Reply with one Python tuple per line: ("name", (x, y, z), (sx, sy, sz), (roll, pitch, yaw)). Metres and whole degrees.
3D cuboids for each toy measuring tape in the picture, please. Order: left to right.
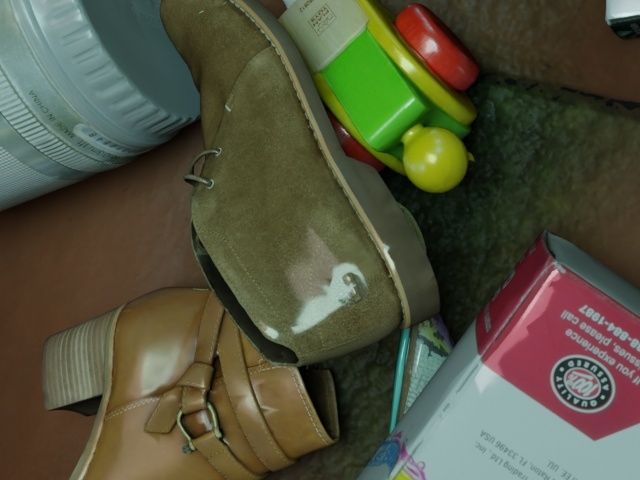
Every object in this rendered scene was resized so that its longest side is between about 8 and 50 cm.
("toy measuring tape", (0.027, -0.144, 0.834), (0.121, 0.121, 0.330), (-43, 49, 17))

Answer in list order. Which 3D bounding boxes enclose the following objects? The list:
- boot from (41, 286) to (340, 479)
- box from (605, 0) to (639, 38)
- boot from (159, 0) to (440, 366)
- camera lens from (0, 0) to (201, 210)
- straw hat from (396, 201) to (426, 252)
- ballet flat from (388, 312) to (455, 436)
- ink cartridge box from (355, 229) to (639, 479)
("boot", (-0.081, 0.171, 0.862), (0.220, 0.109, 0.283), (-15, 74, 20))
("box", (0.329, -0.262, 0.705), (0.322, 0.058, 0.232), (-5, 86, 26))
("boot", (-0.050, -0.056, 0.747), (0.115, 0.112, 0.305), (-26, 63, -10))
("camera lens", (-0.241, -0.138, 0.873), (0.274, 0.219, 0.219), (-18, 81, 23))
("straw hat", (0.000, 0.000, 0.807), (0.145, 0.061, 0.144), (-3, 60, 5))
("ballet flat", (0.072, 0.149, 0.803), (0.079, 0.077, 0.221), (14, 99, 6))
("ink cartridge box", (0.137, 0.182, 0.701), (0.226, 0.131, 0.306), (35, 104, 0))
